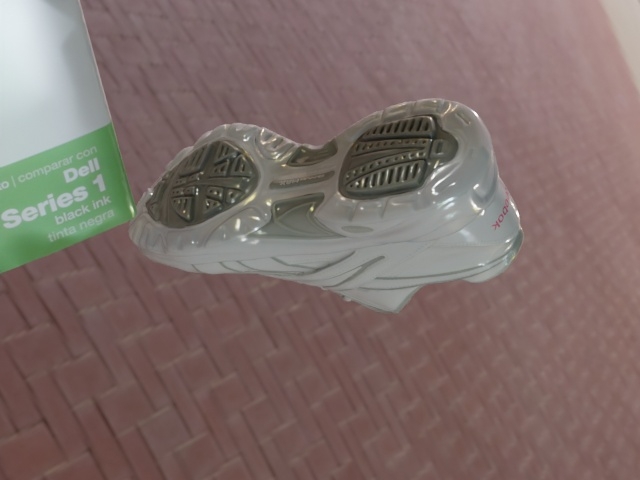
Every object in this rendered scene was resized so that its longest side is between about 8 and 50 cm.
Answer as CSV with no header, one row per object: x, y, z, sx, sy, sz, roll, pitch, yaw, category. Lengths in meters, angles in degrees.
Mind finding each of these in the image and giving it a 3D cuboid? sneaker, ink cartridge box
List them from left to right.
-0.158,-0.117,0.491,0.160,0.092,0.219,52,-23,45,ink cartridge box
0.000,0.000,0.663,0.115,0.232,0.090,51,50,-39,sneaker
